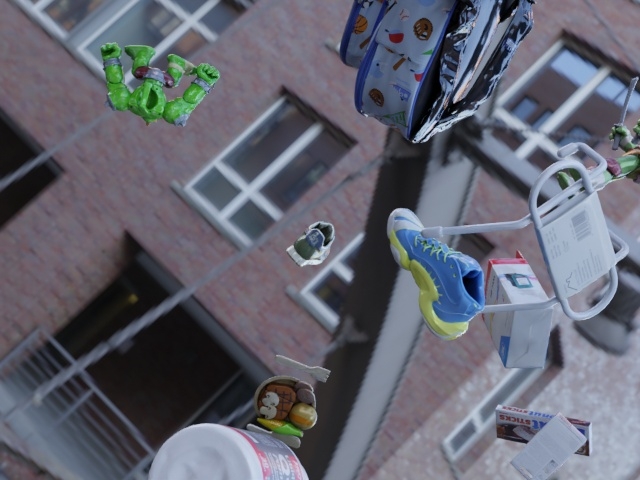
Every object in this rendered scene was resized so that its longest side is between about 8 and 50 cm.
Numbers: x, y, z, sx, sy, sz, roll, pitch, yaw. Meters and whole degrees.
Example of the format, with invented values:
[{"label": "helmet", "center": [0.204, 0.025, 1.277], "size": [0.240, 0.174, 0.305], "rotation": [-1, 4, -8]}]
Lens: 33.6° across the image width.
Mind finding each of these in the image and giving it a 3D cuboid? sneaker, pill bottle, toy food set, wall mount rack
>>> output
[{"label": "sneaker", "center": [0.000, 0.000, 2.125], "size": [0.064, 0.086, 0.192], "rotation": [49, 17, 6]}, {"label": "pill bottle", "center": [-0.126, 0.386, 1.655], "size": [0.176, 0.176, 0.318], "rotation": [42, 1, 22]}, {"label": "sneaker", "center": [0.200, 0.035, 1.719], "size": [0.091, 0.126, 0.240], "rotation": [-5, 65, -47]}, {"label": "toy food set", "center": [-0.067, 0.326, 2.094], "size": [0.132, 0.192, 0.038], "rotation": [19, 22, -4]}, {"label": "wall mount rack", "center": [0.347, 0.007, 1.739], "size": [0.130, 0.304, 0.350], "rotation": [51, -9, 50]}]

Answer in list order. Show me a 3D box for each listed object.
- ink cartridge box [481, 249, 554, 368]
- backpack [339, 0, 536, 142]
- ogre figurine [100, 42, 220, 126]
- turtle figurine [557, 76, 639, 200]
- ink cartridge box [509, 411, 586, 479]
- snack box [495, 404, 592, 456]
[{"label": "ink cartridge box", "center": [0.363, 0.124, 2.003], "size": [0.231, 0.078, 0.134], "rotation": [-104, -165, -62]}, {"label": "backpack", "center": [0.148, -0.282, 1.527], "size": [0.213, 0.263, 0.276], "rotation": [26, 21, 25]}, {"label": "ogre figurine", "center": [-0.281, -0.258, 1.767], "size": [0.197, 0.118, 0.097], "rotation": [20, -18, -17]}, {"label": "turtle figurine", "center": [0.603, -0.203, 2.133], "size": [0.274, 0.266, 0.198], "rotation": [67, -9, -29]}, {"label": "ink cartridge box", "center": [0.369, 0.341, 1.717], "size": [0.063, 0.115, 0.029], "rotation": [44, 22, 14]}, {"label": "snack box", "center": [0.410, 0.349, 1.950], "size": [0.178, 0.022, 0.064], "rotation": [7, -65, 30]}]
